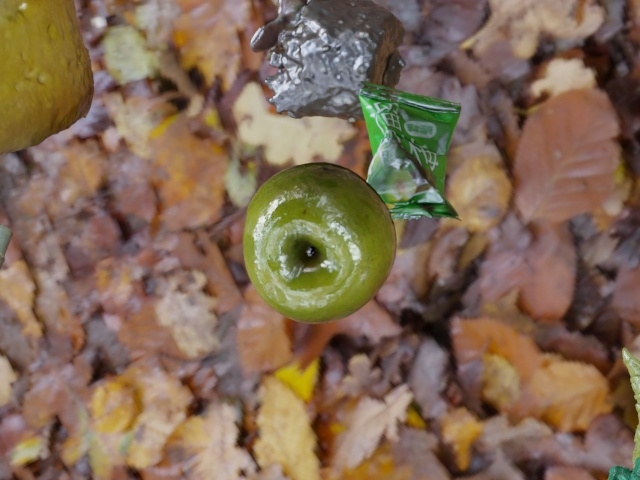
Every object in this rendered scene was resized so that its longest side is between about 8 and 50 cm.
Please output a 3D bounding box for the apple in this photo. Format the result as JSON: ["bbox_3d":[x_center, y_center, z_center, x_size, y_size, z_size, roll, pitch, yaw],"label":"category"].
[{"bbox_3d":[0.000,0.000,1.612,0.197,0.157,0.196,2,107,7],"label":"apple"}]

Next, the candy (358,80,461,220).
[{"bbox_3d":[0.115,-0.114,1.784,0.078,0.141,0.203,140,139,-56],"label":"candy"}]

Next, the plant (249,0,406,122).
[{"bbox_3d":[0.003,-0.279,1.977,0.234,0.178,0.204,15,129,12],"label":"plant"}]

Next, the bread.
[{"bbox_3d":[-0.392,-0.161,1.205,0.398,0.398,0.215,-6,107,36],"label":"bread"}]

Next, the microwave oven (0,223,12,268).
[{"bbox_3d":[-0.397,0.095,0.904,0.247,0.332,0.394,24,163,-17],"label":"microwave oven"}]

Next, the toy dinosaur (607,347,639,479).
[{"bbox_3d":[0.350,0.239,1.354,0.259,0.153,0.094,61,152,7],"label":"toy dinosaur"}]
